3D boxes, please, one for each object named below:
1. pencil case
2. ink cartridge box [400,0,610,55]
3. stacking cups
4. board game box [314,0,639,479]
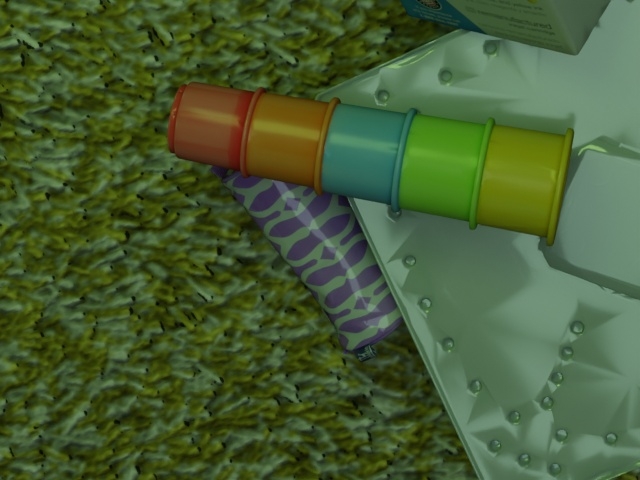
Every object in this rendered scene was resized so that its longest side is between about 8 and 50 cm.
[{"bbox_3d":[0.000,0.000,1.668,0.088,0.086,0.206,-25,102,43],"label":"pencil case"},{"bbox_3d":[0.128,-0.286,1.478,0.171,0.232,0.168,19,69,35],"label":"ink cartridge box"},{"bbox_3d":[0.038,-0.073,1.541,0.316,0.096,0.096,12,100,6],"label":"stacking cups"},{"bbox_3d":[0.245,-0.020,1.596,0.390,0.050,0.390,-24,96,11],"label":"board game box"}]
